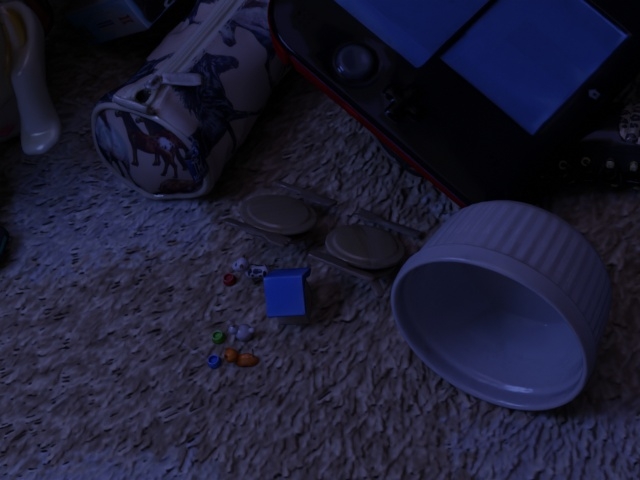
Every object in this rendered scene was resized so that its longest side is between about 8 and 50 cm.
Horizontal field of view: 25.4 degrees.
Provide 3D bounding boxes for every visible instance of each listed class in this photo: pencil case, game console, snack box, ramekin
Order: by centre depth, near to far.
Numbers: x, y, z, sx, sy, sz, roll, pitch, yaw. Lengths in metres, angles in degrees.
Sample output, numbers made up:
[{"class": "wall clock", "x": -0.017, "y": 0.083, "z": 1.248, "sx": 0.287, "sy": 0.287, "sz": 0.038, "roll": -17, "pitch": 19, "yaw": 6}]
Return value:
[{"class": "ramekin", "x": 0.182, "y": 0.057, "z": 1.374, "sx": 0.207, "sy": 0.207, "sz": 0.109, "roll": 16, "pitch": 50, "yaw": 26}, {"class": "game console", "x": 0.172, "y": -0.248, "z": 1.525, "sx": 0.342, "sy": 0.060, "sz": 0.386, "roll": 40, "pitch": 69, "yaw": 14}, {"class": "pencil case", "x": -0.102, "y": -0.240, "z": 1.683, "sx": 0.160, "sy": 0.183, "sz": 0.410, "roll": 30, "pitch": 64, "yaw": 6}, {"class": "snack box", "x": -0.176, "y": -0.388, "z": 1.838, "sx": 0.322, "sy": 0.060, "sz": 0.187, "roll": -50, "pitch": 24, "yaw": -21}]

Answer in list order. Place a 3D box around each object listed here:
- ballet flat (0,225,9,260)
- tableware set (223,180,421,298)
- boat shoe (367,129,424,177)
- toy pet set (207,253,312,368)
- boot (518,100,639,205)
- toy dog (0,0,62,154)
[{"class": "ballet flat", "x": -0.456, "y": -0.025, "z": 1.700, "sx": 0.203, "sy": 0.074, "sz": 0.074, "roll": 22, "pitch": 63, "yaw": 22}, {"class": "tableware set", "x": 0.000, "y": 0.000, "z": 1.556, "sx": 0.194, "sy": 0.039, "sz": 0.128, "roll": 21, "pitch": 32, "yaw": 21}, {"class": "boat shoe", "x": 0.054, "y": -0.221, "z": 1.613, "sx": 0.132, "sy": 0.130, "sz": 0.355, "roll": -17, "pitch": 70, "yaw": -12}, {"class": "toy pet set", "x": -0.068, "y": 0.067, "z": 1.520, "sx": 0.114, "sy": 0.065, "sz": 0.122, "roll": -4, "pitch": 54, "yaw": 14}, {"class": "boot", "x": 0.259, "y": -0.069, "z": 1.516, "sx": 0.179, "sy": 0.085, "sz": 0.236, "roll": 7, "pitch": 58, "yaw": 17}, {"class": "toy dog", "x": -0.473, "y": -0.228, "z": 1.663, "sx": 0.284, "sy": 0.408, "sz": 0.395, "roll": -42, "pitch": 76, "yaw": 8}]
